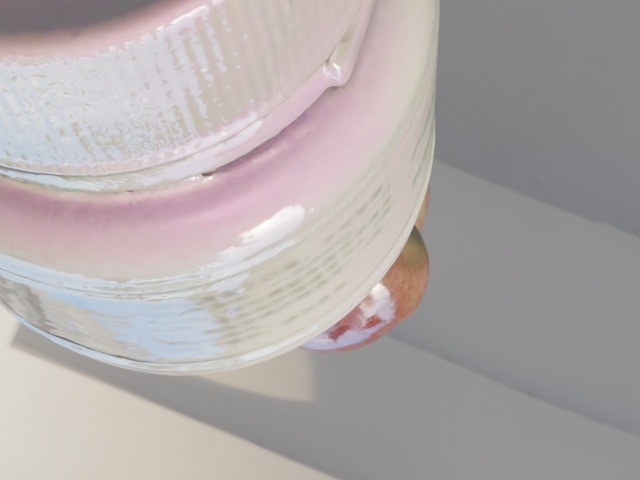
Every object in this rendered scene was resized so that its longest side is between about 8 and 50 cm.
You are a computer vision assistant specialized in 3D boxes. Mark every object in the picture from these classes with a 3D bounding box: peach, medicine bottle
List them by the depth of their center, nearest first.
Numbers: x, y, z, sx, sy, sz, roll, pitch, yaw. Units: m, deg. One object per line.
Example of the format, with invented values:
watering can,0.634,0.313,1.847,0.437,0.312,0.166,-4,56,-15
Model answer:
medicine bottle,-0.072,-0.091,0.547,0.241,0.302,0.241,-1,-110,3
peach,0.000,0.000,0.866,0.152,0.152,0.152,-11,-116,24
